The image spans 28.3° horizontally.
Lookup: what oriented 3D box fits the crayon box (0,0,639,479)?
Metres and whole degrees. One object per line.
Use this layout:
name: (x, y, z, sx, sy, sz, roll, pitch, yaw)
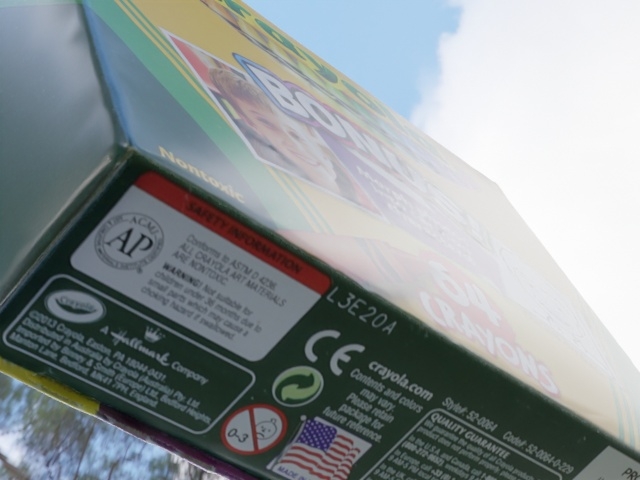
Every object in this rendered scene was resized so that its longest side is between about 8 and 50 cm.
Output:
crayon box: (0.000, 0.000, 0.622, 0.363, 0.313, 0.106, 32, -71, -33)
